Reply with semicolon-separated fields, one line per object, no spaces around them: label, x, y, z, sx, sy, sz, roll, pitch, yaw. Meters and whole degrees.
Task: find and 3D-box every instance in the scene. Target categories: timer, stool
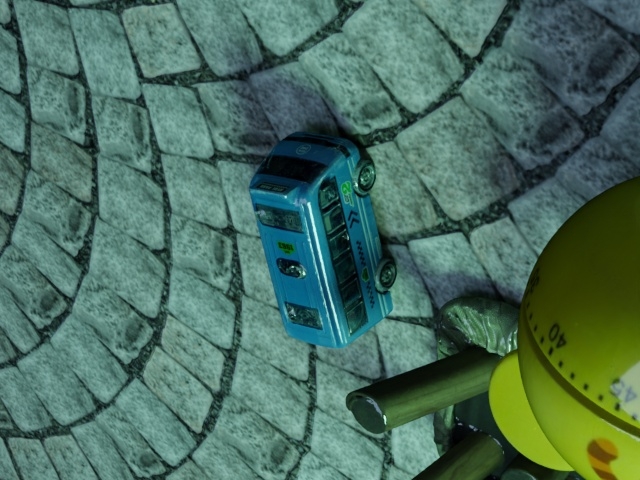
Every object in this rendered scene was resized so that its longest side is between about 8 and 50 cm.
timer;0.353;0.129;1.788;0.376;0.376;0.387;30;131;25
stool;0.212;0.266;2.127;0.310;0.226;0.310;24;135;30

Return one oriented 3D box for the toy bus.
toy bus;0.000;0.000;2.197;0.113;0.134;0.246;13;129;38
